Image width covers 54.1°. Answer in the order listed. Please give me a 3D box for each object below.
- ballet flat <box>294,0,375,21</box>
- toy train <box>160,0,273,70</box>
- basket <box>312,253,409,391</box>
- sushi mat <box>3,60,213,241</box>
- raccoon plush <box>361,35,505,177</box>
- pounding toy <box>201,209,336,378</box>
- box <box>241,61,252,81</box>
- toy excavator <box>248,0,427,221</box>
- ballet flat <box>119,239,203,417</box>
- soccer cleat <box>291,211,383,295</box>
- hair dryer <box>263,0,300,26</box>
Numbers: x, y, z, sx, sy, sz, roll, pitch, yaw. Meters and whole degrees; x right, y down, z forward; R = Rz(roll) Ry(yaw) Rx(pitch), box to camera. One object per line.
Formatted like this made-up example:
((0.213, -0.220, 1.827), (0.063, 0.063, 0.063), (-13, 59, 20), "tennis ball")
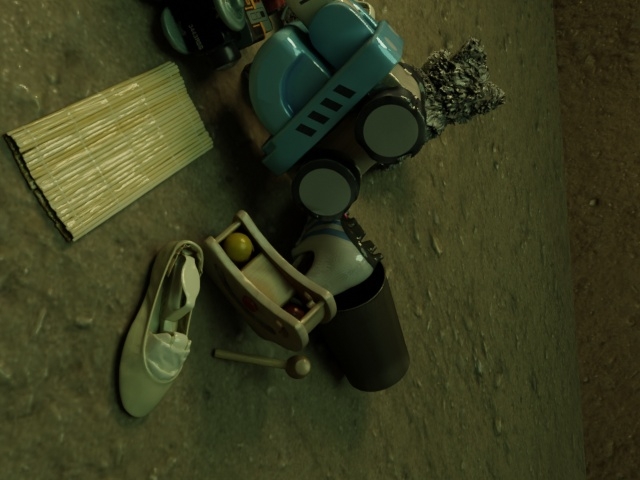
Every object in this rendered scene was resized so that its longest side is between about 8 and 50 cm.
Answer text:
((0.022, -0.442, 1.222), (0.164, 0.182, 0.482), (-4, 84, -53), "ballet flat")
((-0.196, -0.433, 0.974), (0.333, 0.142, 0.190), (66, 26, -16), "toy train")
((0.071, 0.153, 1.149), (0.154, 0.204, 0.226), (-31, 121, -13), "basket")
((-0.273, -0.137, 0.874), (0.316, 0.019, 0.151), (-48, 120, -48), "sushi mat")
((0.208, -0.233, 1.319), (0.216, 0.299, 0.446), (49, 45, -35), "raccoon plush")
((-0.088, 0.105, 0.919), (0.155, 0.154, 0.269), (-43, 102, -27), "pounding toy")
((-0.064, -0.274, 1.133), (0.137, 0.094, 0.027), (48, 46, -36), "box")
((-0.005, -0.319, 0.949), (0.445, 0.433, 0.222), (41, 27, -14), "toy excavator")
((-0.206, 0.111, 0.844), (0.086, 0.086, 0.248), (32, 56, -45), "ballet flat")
((0.000, 0.000, 1.087), (0.116, 0.143, 0.331), (53, 3, -18), "soccer cleat")
((-0.059, -0.475, 1.087), (0.294, 0.223, 0.080), (39, 52, 2), "hair dryer")
